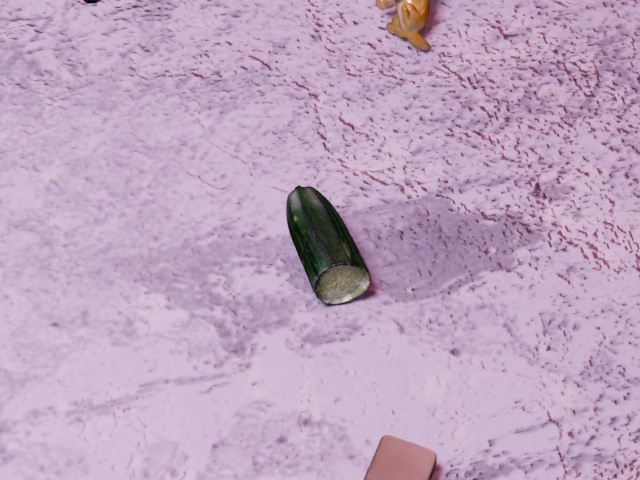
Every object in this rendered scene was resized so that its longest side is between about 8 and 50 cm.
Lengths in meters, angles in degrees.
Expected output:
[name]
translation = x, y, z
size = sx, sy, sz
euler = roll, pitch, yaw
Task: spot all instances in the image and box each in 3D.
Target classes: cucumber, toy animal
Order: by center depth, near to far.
[cucumber]
translation = 0.000, 0.000, 1.583
size = 0.048, 0.048, 0.105
euler = -18, 54, -11
[toy animal]
translation = 0.094, -0.216, 1.720
size = 0.083, 0.060, 0.081
euler = -35, 86, -23

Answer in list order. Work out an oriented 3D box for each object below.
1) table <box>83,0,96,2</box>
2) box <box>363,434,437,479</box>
[table]
translation = -0.303, -0.350, 1.737
size = 0.317, 0.317, 0.249
euler = -1, 69, 1
[box]
translation = 0.048, 0.200, 1.458
size = 0.048, 0.025, 0.115
euler = 19, 58, 8
